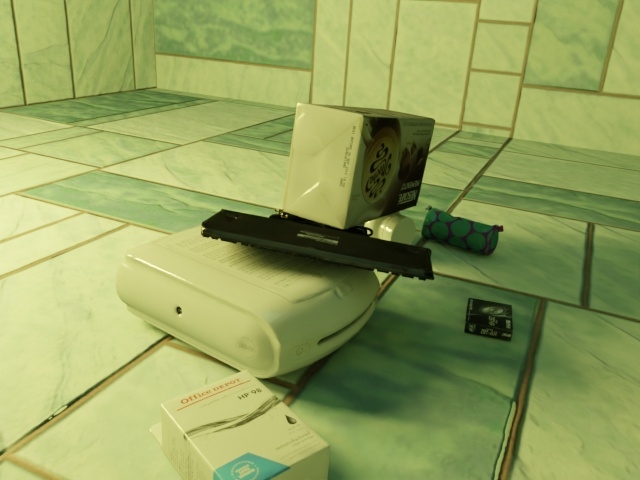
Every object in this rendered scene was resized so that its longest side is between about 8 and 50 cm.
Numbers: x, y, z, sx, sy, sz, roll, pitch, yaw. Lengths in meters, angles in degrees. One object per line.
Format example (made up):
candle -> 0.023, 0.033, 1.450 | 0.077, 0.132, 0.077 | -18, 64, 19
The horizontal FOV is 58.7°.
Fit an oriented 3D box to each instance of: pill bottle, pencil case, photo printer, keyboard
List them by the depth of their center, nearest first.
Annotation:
photo printer -> -0.086, 0.069, 0.798 | 0.307, 0.107, 0.256 | 18, 24, 30
keyboard -> 0.000, 0.000, 0.810 | 0.316, 0.033, 0.201 | 12, 16, 6
pill bottle -> 0.097, -0.036, 1.102 | 0.094, 0.094, 0.169 | -15, 29, -39
pencil case -> 0.278, -0.020, 1.132 | 0.151, 0.065, 0.070 | 20, 52, 33

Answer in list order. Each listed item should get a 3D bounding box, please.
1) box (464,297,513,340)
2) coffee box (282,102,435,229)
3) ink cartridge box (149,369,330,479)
box -> 0.252, 0.117, 0.853 | 0.067, 0.018, 0.083 | 9, 23, 15
coffee box -> 0.073, -0.132, 0.948 | 0.118, 0.168, 0.297 | 18, 18, 27
ink cartridge box -> -0.087, 0.193, 0.558 | 0.104, 0.060, 0.180 | -15, 29, -37
